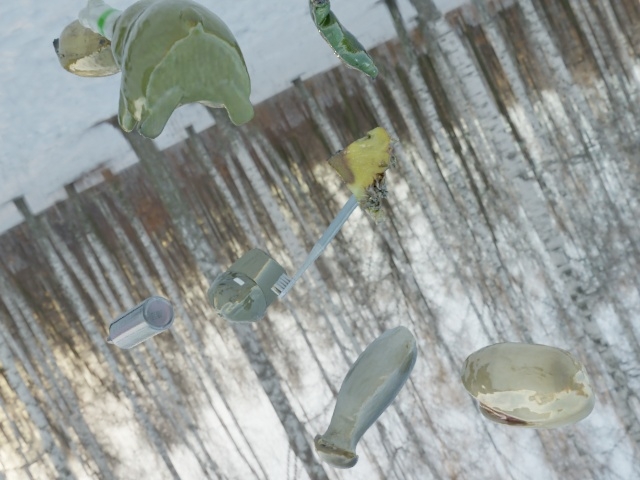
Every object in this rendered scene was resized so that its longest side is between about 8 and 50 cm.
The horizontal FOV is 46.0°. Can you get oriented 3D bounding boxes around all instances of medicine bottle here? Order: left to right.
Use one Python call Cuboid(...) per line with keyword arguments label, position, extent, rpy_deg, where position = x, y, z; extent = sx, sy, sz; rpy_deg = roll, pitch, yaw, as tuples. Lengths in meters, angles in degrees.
Cuboid(label="medicine bottle", position=(-0.306, 0.142, 1.228), extent=(0.057, 0.058, 0.199), rpy_deg=(-33, -176, -43))

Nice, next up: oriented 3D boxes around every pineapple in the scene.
Cuboid(label="pineapple", position=(0.051, -0.072, 0.896), extent=(0.077, 0.114, 0.114), rpy_deg=(5, 145, -27))

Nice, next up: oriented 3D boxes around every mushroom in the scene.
Cuboid(label="mushroom", position=(0.105, 0.349, 1.702), extent=(0.350, 0.128, 0.128), rpy_deg=(-59, -163, -14))

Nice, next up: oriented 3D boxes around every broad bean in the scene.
Cuboid(label="broad bean", position=(0.029, -0.336, 1.230), extent=(0.046, 0.195, 0.061), rpy_deg=(-41, -135, 4))

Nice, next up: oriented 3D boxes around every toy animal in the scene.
Cuboid(label="toy animal", position=(-0.228, -0.268, 1.099), extent=(0.181, 0.180, 0.363), rpy_deg=(-19, -153, -18))

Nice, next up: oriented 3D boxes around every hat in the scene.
Cuboid(label="hat", position=(-0.187, 0.120, 1.931), extent=(0.173, 0.166, 0.144), rpy_deg=(-50, -179, 45))

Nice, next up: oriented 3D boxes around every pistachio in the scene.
Cuboid(label="pistachio", position=(0.441, 0.312, 1.603), extent=(0.187, 0.188, 0.299), rpy_deg=(-32, -165, -39))

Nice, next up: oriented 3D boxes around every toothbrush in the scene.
Cuboid(label="toothbrush", position=(0.002, 0.002, 1.427), extent=(0.025, 0.030, 0.342), rpy_deg=(-48, 180, 45))

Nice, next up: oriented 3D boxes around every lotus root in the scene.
Cuboid(label="lotus root", position=(-0.580, -0.497, 1.932), extent=(0.284, 0.146, 0.160), rpy_deg=(7, -139, 33))
